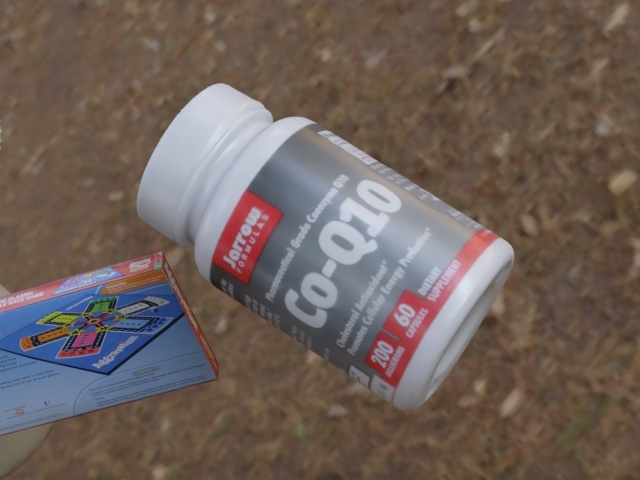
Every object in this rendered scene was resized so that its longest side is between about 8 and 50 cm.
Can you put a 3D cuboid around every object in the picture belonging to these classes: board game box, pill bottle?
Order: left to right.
[{"bbox_3d":[-0.249,0.105,1.306,0.281,0.145,0.027,-15,39,9],"label":"board game box"},{"bbox_3d":[0.000,0.000,1.168,0.161,0.283,0.161,-54,-13,-18],"label":"pill bottle"}]

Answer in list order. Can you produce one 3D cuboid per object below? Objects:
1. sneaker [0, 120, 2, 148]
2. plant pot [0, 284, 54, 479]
[{"bbox_3d":[-0.466,-0.217,1.670,0.102,0.293,0.146,-16,-2,25],"label":"sneaker"},{"bbox_3d":[-0.457,0.133,1.679,0.191,0.284,0.284,93,-175,-47],"label":"plant pot"}]
